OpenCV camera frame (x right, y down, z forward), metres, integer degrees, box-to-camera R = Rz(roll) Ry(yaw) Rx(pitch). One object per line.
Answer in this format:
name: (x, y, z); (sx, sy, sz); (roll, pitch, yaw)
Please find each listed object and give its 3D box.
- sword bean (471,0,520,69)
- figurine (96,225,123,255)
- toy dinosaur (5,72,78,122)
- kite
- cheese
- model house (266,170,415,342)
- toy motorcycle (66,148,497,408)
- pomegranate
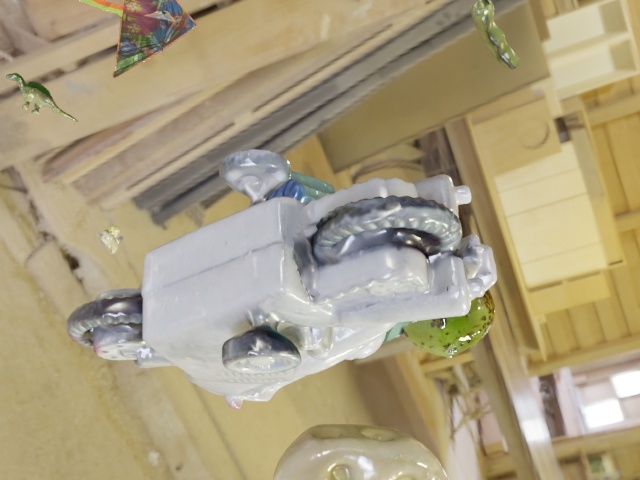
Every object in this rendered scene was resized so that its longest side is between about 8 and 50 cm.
sword bean: (0.290, -0.339, 1.371); (0.269, 0.043, 0.038); (17, 60, -67)
figurine: (-0.466, -0.007, 1.834); (0.047, 0.051, 0.083); (38, -20, 8)
toy dinosaur: (-0.417, -0.215, 1.246); (0.119, 0.029, 0.060); (22, 38, -38)
kite: (-0.242, -0.302, 1.092); (0.010, 0.159, 0.190); (148, -55, -70)
cheese: (0.045, 0.326, 0.986); (0.218, 0.235, 0.117); (-64, -172, -5)
model house: (0.000, 0.000, 1.343); (0.295, 0.329, 0.252); (-3, 113, -62)
toy motorcycle: (-0.017, 0.035, 0.483); (0.170, 0.260, 0.110); (23, 55, -49)
pomegranate: (0.284, 0.177, 1.834); (0.214, 0.214, 0.248); (-90, 166, -48)
